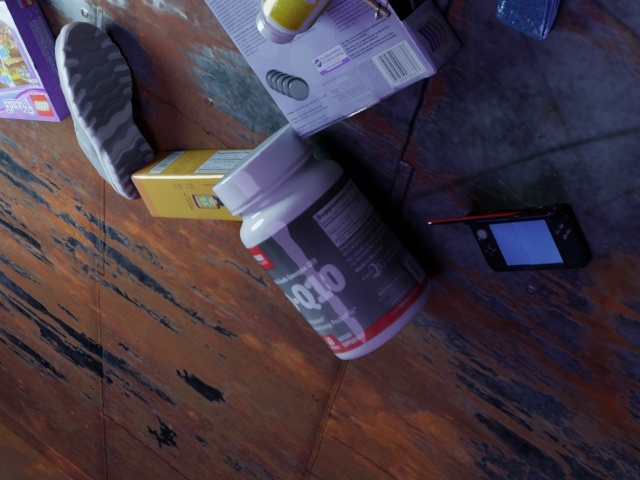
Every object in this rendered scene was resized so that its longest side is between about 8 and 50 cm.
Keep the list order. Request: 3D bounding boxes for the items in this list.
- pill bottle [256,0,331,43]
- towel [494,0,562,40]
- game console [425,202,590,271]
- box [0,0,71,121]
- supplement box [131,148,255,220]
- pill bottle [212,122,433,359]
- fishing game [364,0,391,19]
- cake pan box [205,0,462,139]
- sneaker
[{"bbox_3d":[-0.024,-0.259,1.158,0.065,0.065,0.116,46,142,0],"label":"pill bottle"},{"bbox_3d":[0.209,-0.257,1.074,0.067,0.029,0.119,30,141,21],"label":"towel"},{"bbox_3d":[0.217,0.003,1.269,0.144,0.085,0.124,-4,121,47],"label":"game console"},{"bbox_3d":[-0.519,-0.292,1.723,0.293,0.057,0.201,9,130,39],"label":"box"},{"bbox_3d":[-0.161,-0.080,1.564,0.233,0.080,0.078,5,129,43],"label":"supplement box"},{"bbox_3d":[0.000,0.000,1.409,0.283,0.161,0.161,50,143,-9],"label":"pill bottle"},{"bbox_3d":[0.073,-0.353,0.994,0.189,0.041,0.264,43,108,5],"label":"fishing game"},{"bbox_3d":[0.000,-0.263,1.240,0.245,0.070,0.267,52,143,-13],"label":"cake pan box"},{"bbox_3d":[-0.335,-0.187,1.607,0.115,0.105,0.281,19,134,40],"label":"sneaker"}]
